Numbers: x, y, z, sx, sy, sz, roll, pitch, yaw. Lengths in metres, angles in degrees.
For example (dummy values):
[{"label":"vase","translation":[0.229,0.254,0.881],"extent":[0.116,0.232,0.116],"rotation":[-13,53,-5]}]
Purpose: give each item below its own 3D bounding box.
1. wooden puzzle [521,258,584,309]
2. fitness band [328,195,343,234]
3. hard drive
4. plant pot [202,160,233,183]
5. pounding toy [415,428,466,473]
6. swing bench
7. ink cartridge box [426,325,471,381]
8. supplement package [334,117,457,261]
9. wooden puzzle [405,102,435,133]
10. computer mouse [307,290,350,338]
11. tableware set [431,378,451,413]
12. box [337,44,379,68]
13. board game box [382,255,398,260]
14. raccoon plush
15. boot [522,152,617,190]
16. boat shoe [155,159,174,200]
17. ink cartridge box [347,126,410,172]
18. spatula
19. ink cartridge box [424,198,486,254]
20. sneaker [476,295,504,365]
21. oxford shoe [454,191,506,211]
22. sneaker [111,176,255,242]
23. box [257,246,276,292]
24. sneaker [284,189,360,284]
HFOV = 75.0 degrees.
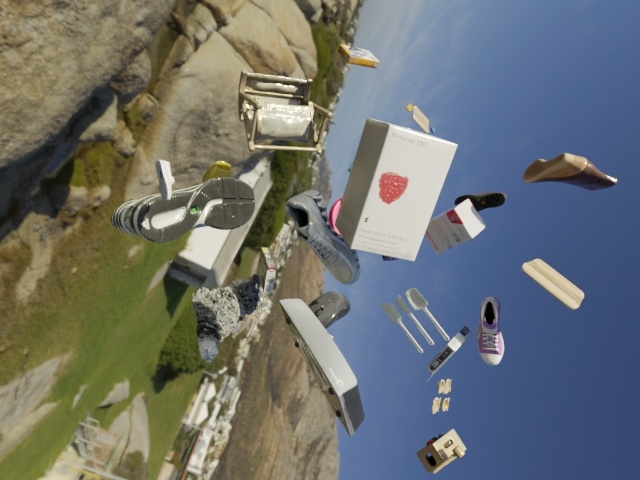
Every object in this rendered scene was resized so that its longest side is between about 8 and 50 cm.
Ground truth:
[{"label":"wooden puzzle","translation":[0.855,0.159,1.541],"extent":[0.238,0.221,0.044],"rotation":[-7,135,-52]},{"label":"fitness band","translation":[0.161,-0.087,1.645],"extent":[0.054,0.290,0.209],"rotation":[7,-69,57]},{"label":"hard drive","translation":[0.002,0.238,0.830],"extent":[0.054,0.172,0.255],"rotation":[-26,-139,-14]},{"label":"plant pot","translation":[-0.427,-0.281,1.784],"extent":[0.095,0.134,0.134],"rotation":[-57,-168,36]},{"label":"pounding toy","translation":[0.450,0.782,1.556],"extent":[0.094,0.181,0.206],"rotation":[57,-39,26]},{"label":"swing bench","translation":[-0.130,-0.429,1.397],"extent":[0.165,0.253,0.255],"rotation":[110,-31,-41]},{"label":"ink cartridge box","translation":[0.517,0.465,1.721],"extent":[0.206,0.045,0.208],"rotation":[-19,144,-51]},{"label":"supplement package","translation":[0.171,-0.127,1.021],"extent":[0.175,0.177,0.293],"rotation":[-117,-139,-66]},{"label":"wooden puzzle","translation":[0.280,-0.339,1.173],"extent":[0.014,0.116,0.079],"rotation":[-35,-163,37]},{"label":"computer mouse","translation":[0.023,0.267,1.583],"extent":[0.272,0.188,0.072],"rotation":[-34,141,-47]},{"label":"tableware set","translation":[0.511,0.651,1.747],"extent":[0.020,0.168,0.141],"rotation":[7,-99,41]},{"label":"box","translation":[0.132,-0.604,1.373],"extent":[0.081,0.136,0.028],"rotation":[61,-37,33]},{"label":"board game box","translation":[0.227,-0.070,1.354],"extent":[0.194,0.060,0.194],"rotation":[111,-32,-43]},{"label":"raccoon plush","translation":[-0.347,0.324,1.728],"extent":[0.446,0.298,0.216],"rotation":[-121,-162,-52]},{"label":"boot","translation":[0.862,-0.216,1.467],"extent":[0.090,0.206,0.248],"rotation":[-66,-173,-9]},{"label":"boat shoe","translation":[-0.363,-0.142,0.990],"extent":[0.035,0.035,0.100],"rotation":[-23,-101,37]},{"label":"ink cartridge box","translation":[0.304,-0.355,1.896],"extent":[0.197,0.198,0.270],"rotation":[25,-100,45]},{"label":"spatula","translation":[0.355,0.301,1.544],"extent":[0.168,0.242,0.019],"rotation":[-36,-177,30]},{"label":"ink cartridge box","translation":[0.502,-0.051,1.588],"extent":[0.127,0.128,0.176],"rotation":[-30,178,-41]},{"label":"sneaker","translation":[0.667,0.366,1.658],"extent":[0.161,0.102,0.283],"rotation":[2,84,-65]},{"label":"oxford shoe","translation":[0.735,-0.179,1.913],"extent":[0.227,0.083,0.096],"rotation":[-1,-165,34]},{"label":"sneaker","translation":[-0.429,-0.110,1.302],"extent":[0.447,0.257,0.169],"rotation":[-19,111,-52]},{"label":"box","translation":[-0.226,0.119,1.733],"extent":[0.207,0.036,0.114],"rotation":[-125,-137,-63]},{"label":"sneaker","translation":[0.000,0.000,1.140],"extent":[0.110,0.292,0.118],"rotation":[-38,170,32]}]
